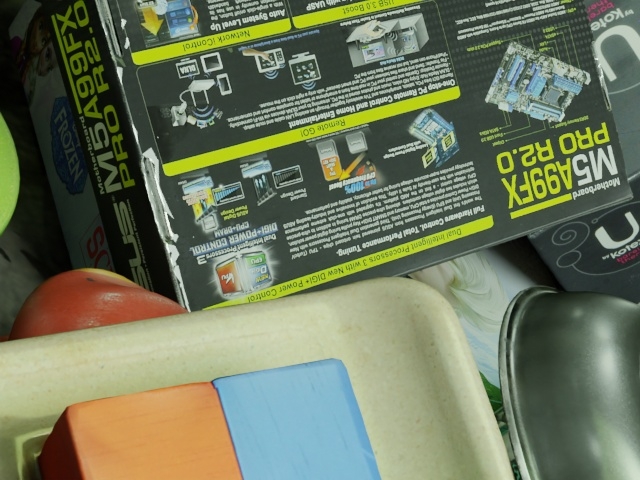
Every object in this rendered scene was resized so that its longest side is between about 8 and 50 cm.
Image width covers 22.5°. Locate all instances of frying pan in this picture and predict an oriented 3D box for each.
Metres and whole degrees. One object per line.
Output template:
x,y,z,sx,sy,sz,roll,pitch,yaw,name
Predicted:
0.171,0.147,0.627,0.326,0.053,0.197,50,27,-20,frying pan

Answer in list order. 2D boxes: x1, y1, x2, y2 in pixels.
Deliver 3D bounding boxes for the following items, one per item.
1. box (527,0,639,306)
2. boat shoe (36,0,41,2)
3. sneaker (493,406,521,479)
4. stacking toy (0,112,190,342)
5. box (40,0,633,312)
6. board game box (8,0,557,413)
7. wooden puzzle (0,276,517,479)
0.213,-0.034,1.015,0.270,0.165,0.143,46,16,-53,box
0.013,-0.172,0.938,0.500,0.187,0.156,9,46,-33,boat shoe
0.093,0.133,0.806,0.076,0.166,0.065,53,-2,-5,sneaker
-0.189,0.000,0.624,0.309,0.130,0.279,4,59,-43,stacking toy
0.011,-0.087,0.773,0.270,0.060,0.216,-18,95,-31,box
0.000,0.000,0.933,0.318,0.066,0.319,13,41,-37,board game box
-0.069,0.172,0.446,0.348,0.080,0.322,-10,69,-22,wooden puzzle
